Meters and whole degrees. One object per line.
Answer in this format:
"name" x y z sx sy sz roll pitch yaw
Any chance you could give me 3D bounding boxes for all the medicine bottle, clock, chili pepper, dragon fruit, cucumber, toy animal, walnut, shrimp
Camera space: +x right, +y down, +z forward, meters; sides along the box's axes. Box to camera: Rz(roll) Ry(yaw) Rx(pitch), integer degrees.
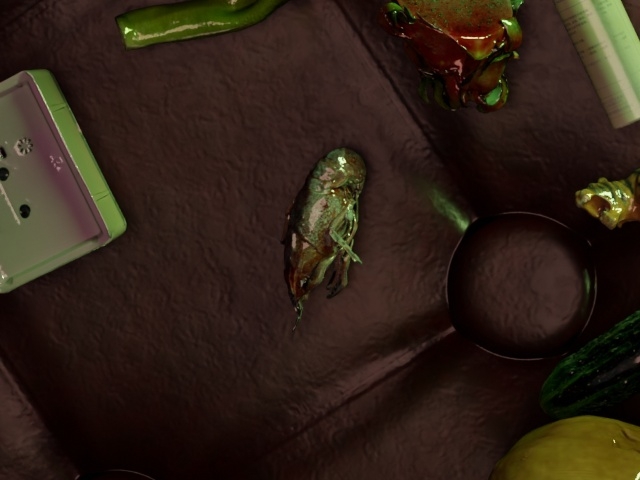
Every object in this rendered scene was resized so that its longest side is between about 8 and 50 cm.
"medicine bottle" 0.254 -0.220 1.879 0.059 0.059 0.230 -24 94 14
"clock" -0.299 -0.061 2.009 0.147 0.071 0.192 -26 93 14
"chili pepper" -0.104 -0.224 1.954 0.202 0.052 0.050 -13 126 12
"dragon fruit" 0.124 -0.191 1.880 0.138 0.142 0.175 -20 119 -20
"cucumber" 0.315 0.102 1.914 0.241 0.074 0.074 -35 91 17
"toy animal" 0.360 -0.104 1.864 0.116 0.114 0.255 43 108 43
"walnut" 0.301 0.271 1.880 0.298 0.203 0.203 13 101 -1
"shrimp" -0.001 0.000 1.963 0.073 0.075 0.190 12 95 -23
